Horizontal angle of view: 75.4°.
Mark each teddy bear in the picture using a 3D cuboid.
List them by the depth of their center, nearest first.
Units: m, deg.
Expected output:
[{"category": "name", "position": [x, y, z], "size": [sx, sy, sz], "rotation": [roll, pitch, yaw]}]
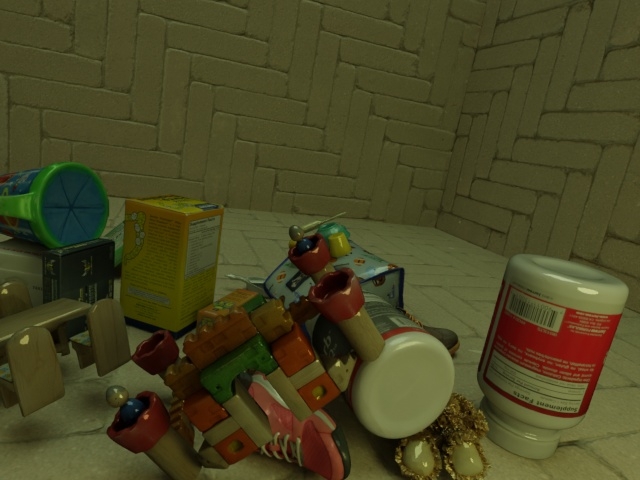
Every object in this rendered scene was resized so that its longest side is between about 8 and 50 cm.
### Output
[{"category": "teddy bear", "position": [0.230, 0.381, 0.884], "size": [0.245, 0.113, 0.338], "rotation": [-12, 19, -11]}]

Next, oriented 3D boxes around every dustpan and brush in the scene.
[{"category": "dustpan and brush", "position": [-0.253, 0.159, 1.541], "size": [0.211, 0.060, 0.147], "rotation": [5, 14, -17]}]

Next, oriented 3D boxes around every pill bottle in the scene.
[{"category": "pill bottle", "position": [0.100, 0.230, 0.901], "size": [0.210, 0.210, 0.363], "rotation": [4, 10, -20]}, {"category": "pill bottle", "position": [0.484, 0.252, 0.913], "size": [0.229, 0.407, 0.229], "rotation": [9, 14, -2]}]

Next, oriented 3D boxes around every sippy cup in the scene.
[{"category": "sippy cup", "position": [-0.732, -0.090, 1.089], "size": [0.224, 0.240, 0.305], "rotation": [4, -31, 14]}]

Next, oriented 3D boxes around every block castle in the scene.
[{"category": "block castle", "position": [-0.140, 0.177, 0.756], "size": [0.453, 0.212, 0.303], "rotation": [-32, 21, -3]}]

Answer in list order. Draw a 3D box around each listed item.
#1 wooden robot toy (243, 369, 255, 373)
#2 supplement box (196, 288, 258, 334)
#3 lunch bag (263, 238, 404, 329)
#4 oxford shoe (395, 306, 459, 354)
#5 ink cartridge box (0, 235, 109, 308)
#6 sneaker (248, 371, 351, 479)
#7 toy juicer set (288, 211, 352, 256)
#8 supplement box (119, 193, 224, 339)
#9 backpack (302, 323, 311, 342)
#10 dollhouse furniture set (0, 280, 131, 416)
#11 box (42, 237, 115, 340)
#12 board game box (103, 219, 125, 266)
[{"category": "wooden robot toy", "position": [-0.169, 0.312, 1.009], "size": [0.079, 0.076, 0.173], "rotation": [-36, 34, -20]}, {"category": "supplement box", "position": [-0.275, 0.218, 1.249], "size": [0.078, 0.080, 0.233], "rotation": [11, 15, 16]}, {"category": "lunch bag", "position": [0.036, 0.160, 1.402], "size": [0.386, 0.238, 0.328], "rotation": [-15, 24, -25]}, {"category": "oxford shoe", "position": [0.272, 0.278, 1.250], "size": [0.364, 0.132, 0.130], "rotation": [4, 14, -21]}, {"category": "ink cartridge box", "position": [-0.758, 0.096, 1.156], "size": [0.198, 0.197, 0.270], "rotation": [9, 13, -2]}, {"category": "sneaker", "position": [-0.080, 0.362, 0.770], "size": [0.136, 0.115, 0.314], "rotation": [-16, 20, -40]}, {"category": "toy juicer set", "position": [0.000, 0.000, 1.421], "size": [0.209, 0.089, 0.329], "rotation": [-16, 18, 8]}, {"category": "supplement box", "position": [-0.424, 0.063, 1.184], "size": [0.195, 0.356, 0.194], "rotation": [13, 13, 14]}, {"category": "backpack", "position": [0.019, 0.276, 1.155], "size": [0.120, 0.101, 0.098], "rotation": [26, 23, 35]}, {"category": "dollhouse furniture set", "position": [-0.635, 0.153, 0.739], "size": [0.362, 0.256, 0.394], "rotation": [4, 16, 30]}, {"category": "box", "position": [-0.617, 0.123, 1.067], "size": [0.059, 0.232, 0.183], "rotation": [10, 12, 12]}, {"category": "board game box", "position": [-0.718, -0.010, 1.519], "size": [0.317, 0.046, 0.213], "rotation": [-43, 37, -15]}]
